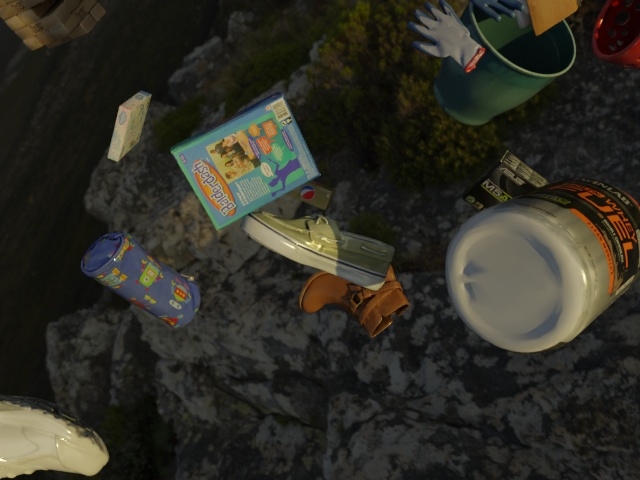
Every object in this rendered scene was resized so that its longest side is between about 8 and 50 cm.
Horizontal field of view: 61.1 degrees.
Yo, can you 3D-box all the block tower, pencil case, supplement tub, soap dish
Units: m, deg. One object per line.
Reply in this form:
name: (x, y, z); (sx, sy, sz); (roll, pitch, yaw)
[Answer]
block tower: (-0.434, -0.406, 0.691); (0.097, 0.335, 0.091); (-7, 50, 27)
pencil case: (-0.412, 0.093, 1.294); (0.119, 0.306, 0.133); (12, 67, 39)
supplement tub: (0.357, 0.019, 0.819); (0.207, 0.338, 0.207); (17, 115, 41)
soap dish: (0.472, -0.582, 1.102); (0.118, 0.229, 0.291); (-2, 35, 38)

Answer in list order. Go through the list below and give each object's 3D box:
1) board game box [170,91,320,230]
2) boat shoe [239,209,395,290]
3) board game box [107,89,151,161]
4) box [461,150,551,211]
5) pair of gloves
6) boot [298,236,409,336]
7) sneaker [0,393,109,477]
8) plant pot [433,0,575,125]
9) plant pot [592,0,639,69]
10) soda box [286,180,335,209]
board game box: (-0.127, -0.137, 0.941); (0.210, 0.160, 0.047); (-29, 25, -6)
boat shoe: (0.000, 0.000, 1.006); (0.094, 0.302, 0.109); (-65, 23, 6)
board game box: (-0.301, -0.182, 0.855); (0.090, 0.020, 0.090); (-83, 17, -59)
box: (0.454, -0.097, 1.270); (0.045, 0.190, 0.184); (-52, -1, -25)
pair of gloves: (0.252, -0.396, 0.935); (0.159, 0.023, 0.198); (45, 103, 19)
boot: (0.081, 0.156, 1.381); (0.283, 0.109, 0.220); (-42, 61, 18)
sneaker: (-0.339, 0.210, 0.550); (0.090, 0.232, 0.115); (-23, 44, 65)
plant pot: (0.408, -0.423, 1.300); (0.255, 0.271, 0.272); (129, 158, -60)
plant pot: (0.749, -0.475, 1.223); (0.191, 0.174, 0.191); (-164, 90, -76)
soda box: (-0.054, -0.146, 1.495); (0.181, 0.061, 0.058); (22, 103, 7)
